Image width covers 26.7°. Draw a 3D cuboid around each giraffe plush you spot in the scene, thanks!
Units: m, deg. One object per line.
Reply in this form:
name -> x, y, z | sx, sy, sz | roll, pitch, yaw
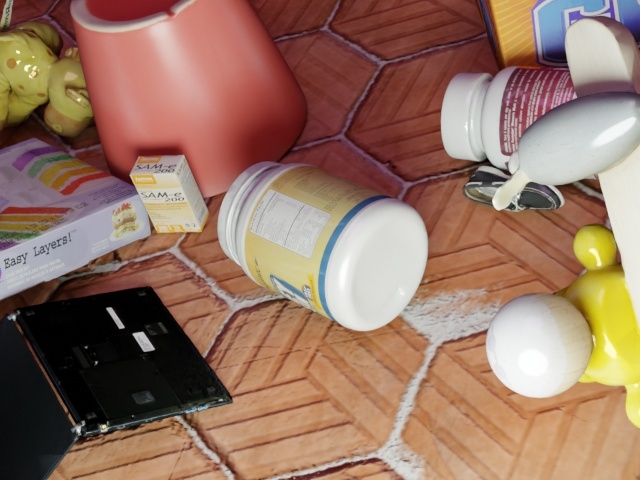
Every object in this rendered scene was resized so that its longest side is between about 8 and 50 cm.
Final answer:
giraffe plush -> -0.362, -0.214, 1.833 | 0.170, 0.210, 0.181 | 28, 51, 7

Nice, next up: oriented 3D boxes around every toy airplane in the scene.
toy airplane -> 0.272, 0.066, 1.086 | 0.272, 0.384, 0.386 | -13, 42, -7

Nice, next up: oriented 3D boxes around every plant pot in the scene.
plant pot -> -0.179, -0.225, 1.691 | 0.275, 0.243, 0.275 | -11, 41, 10

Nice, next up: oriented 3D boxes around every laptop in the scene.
laptop -> -0.266, 0.181, 1.459 | 0.264, 0.136, 0.234 | -10, 35, -28

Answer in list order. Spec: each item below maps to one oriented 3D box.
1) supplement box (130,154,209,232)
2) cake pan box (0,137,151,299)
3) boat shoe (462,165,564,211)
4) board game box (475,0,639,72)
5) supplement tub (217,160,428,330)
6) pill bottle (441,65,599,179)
supplement box -> -0.180, -0.055, 1.615 | 0.062, 0.098, 0.036 | -1, 44, 21
cake pan box -> -0.385, -0.026, 1.635 | 0.267, 0.070, 0.246 | -26, 35, -36
boat shoe -> 0.212, -0.051, 1.493 | 0.125, 0.046, 0.038 | 21, 55, 41
board game box -> 0.340, -0.424, 1.609 | 0.356, 0.356, 0.356 | -15, 41, 7
supplement tub -> 0.000, 0.000, 1.448 | 0.200, 0.144, 0.144 | 24, 57, 39
pill bottle -> 0.255, -0.133, 1.508 | 0.221, 0.121, 0.121 | 7, 48, 28
